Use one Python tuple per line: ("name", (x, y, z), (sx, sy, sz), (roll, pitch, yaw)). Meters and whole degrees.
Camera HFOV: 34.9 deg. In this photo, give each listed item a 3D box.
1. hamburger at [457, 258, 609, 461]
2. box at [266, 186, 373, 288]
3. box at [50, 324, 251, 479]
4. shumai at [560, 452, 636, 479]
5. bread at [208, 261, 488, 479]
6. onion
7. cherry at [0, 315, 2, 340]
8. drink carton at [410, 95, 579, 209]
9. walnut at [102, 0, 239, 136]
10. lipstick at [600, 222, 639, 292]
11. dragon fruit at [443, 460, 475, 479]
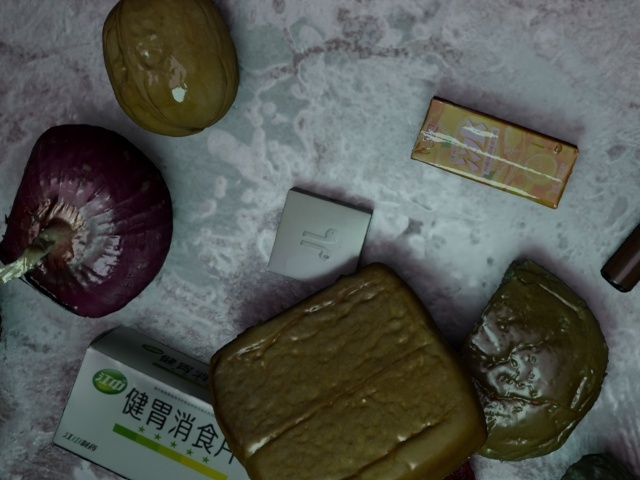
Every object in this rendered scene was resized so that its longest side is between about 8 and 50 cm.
("hamburger", (0.296, 0.198, 1.485), (0.211, 0.132, 0.309), (29, 101, 5))
("box", (0.000, 0.000, 1.534), (0.129, 0.051, 0.130), (17, 102, 6))
("box", (-0.222, 0.285, 1.571), (0.332, 0.145, 0.173), (24, 104, 5))
("shumai", (0.363, 0.528, 1.459), (0.323, 0.324, 0.397), (-27, 90, 26))
("bread", (0.039, 0.231, 1.408), (0.337, 0.148, 0.328), (-32, 59, -7))
("onion", (-0.332, -0.039, 1.492), (0.256, 0.272, 0.230), (34, 100, -35))
("cherry", (-0.617, 0.137, 1.591), (0.249, 0.192, 0.175), (-16, 55, 23))
("drink carton", (0.250, -0.128, 1.464), (0.222, 0.071, 0.096), (20, 103, 6))
("walnut", (-0.215, -0.260, 1.457), (0.193, 0.193, 0.226), (-14, 98, 11))
("lipstick", (0.528, -0.074, 1.438), (0.057, 0.057, 0.357), (37, 104, 1))
("dragon fruit", (0.137, 0.369, 1.518), (0.189, 0.163, 0.261), (-42, 132, 9))
